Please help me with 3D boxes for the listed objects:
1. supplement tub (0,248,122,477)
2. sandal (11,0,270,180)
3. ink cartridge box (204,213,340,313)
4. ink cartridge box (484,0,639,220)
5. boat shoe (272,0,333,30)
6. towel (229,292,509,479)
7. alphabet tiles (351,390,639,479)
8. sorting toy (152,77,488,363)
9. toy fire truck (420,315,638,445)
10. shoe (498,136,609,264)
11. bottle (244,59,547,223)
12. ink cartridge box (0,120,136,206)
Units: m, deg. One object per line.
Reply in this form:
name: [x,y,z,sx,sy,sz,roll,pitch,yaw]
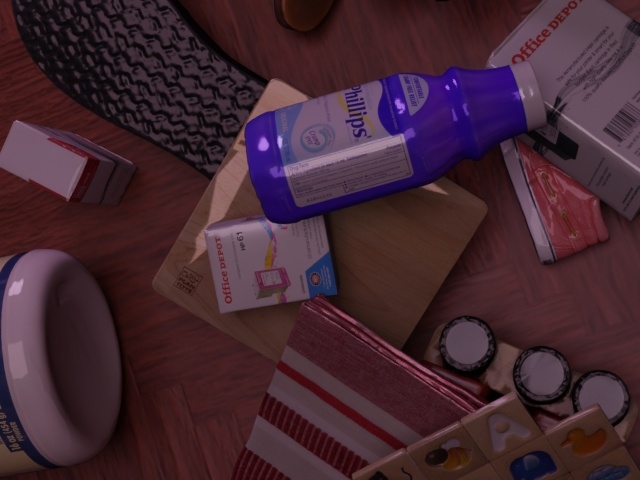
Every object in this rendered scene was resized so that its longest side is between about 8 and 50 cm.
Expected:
supplement tub: [-0.405,0.148,1.393,0.324,0.235,0.235,-11,84,12]
sandal: [-0.164,-0.178,1.437,0.446,0.107,0.167,40,99,-1]
ink cartridge box: [-0.049,0.019,1.282,0.122,0.052,0.089,-10,99,6]
ink cartridge box: [0.284,-0.146,1.298,0.208,0.087,0.153,39,67,13]
boat shoe: [-0.014,-0.332,1.424,0.073,0.073,0.207,11,85,51]
towel: [0.036,0.235,1.304,0.237,0.037,0.329,33,127,15]
alphabet tiles: [0.187,0.294,1.243,0.285,0.011,0.342,-29,122,11]
sorting toy: [0.000,0.000,1.349,0.257,0.089,0.255,31,100,-2]
toy fire truck: [0.182,0.230,1.308,0.217,0.158,0.246,22,81,13]
shoe: [0.241,-0.069,1.346,0.081,0.063,0.178,-19,85,7]
bottle: [0.071,-0.102,1.223,0.282,0.092,0.118,-15,41,6]
ink cartridge box: [-0.282,-0.084,1.431,0.099,0.135,0.056,27,96,14]
